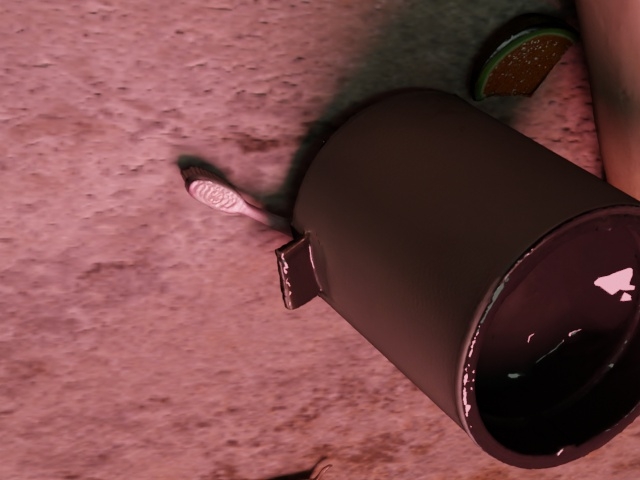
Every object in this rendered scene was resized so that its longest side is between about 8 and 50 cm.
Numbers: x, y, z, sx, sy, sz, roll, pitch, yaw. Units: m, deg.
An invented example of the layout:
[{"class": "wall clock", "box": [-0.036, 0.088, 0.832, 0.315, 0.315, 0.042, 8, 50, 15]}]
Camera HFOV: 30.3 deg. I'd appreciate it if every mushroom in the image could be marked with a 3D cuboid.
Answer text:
[{"class": "mushroom", "box": [0.291, -0.176, 0.997, 0.154, 0.137, 0.407, -35, 133, -21]}]

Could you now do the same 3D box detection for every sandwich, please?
[{"class": "sandwich", "box": [0.170, -0.156, 1.024, 0.069, 0.026, 0.101, 25, 110, -39]}]

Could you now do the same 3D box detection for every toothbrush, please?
[{"class": "toothbrush", "box": [0.000, 0.000, 1.047, 0.307, 0.029, 0.025, 25, 108, -37]}]

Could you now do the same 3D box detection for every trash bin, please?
[{"class": "trash bin", "box": [0.129, 0.022, 0.949, 0.277, 0.262, 0.217, -24, 124, -18]}]

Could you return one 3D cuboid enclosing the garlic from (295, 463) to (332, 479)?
[{"class": "garlic", "box": [-0.052, 0.286, 1.173, 0.152, 0.066, 0.084, -10, 122, -16]}]
